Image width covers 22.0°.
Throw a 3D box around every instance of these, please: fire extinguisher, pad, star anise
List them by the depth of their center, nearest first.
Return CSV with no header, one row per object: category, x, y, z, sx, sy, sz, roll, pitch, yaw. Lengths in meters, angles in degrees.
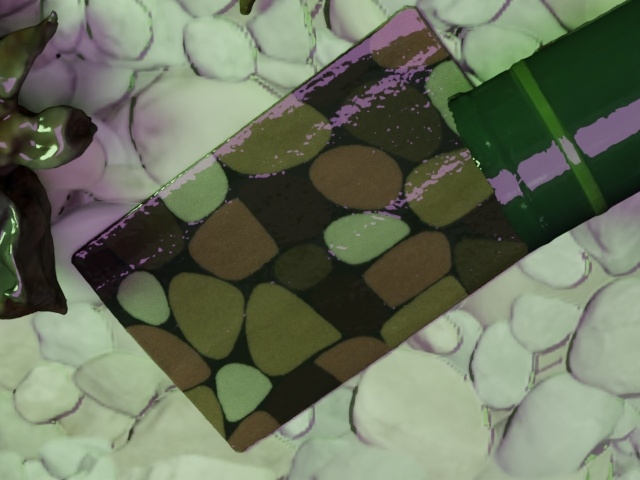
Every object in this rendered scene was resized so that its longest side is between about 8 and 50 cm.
star anise,-0.223,-0.048,0.812,0.220,0.099,0.214,9,102,-8
fire extinguisher,0.210,-0.104,0.827,0.294,0.093,0.118,-30,137,6
pad,0.000,0.000,0.899,0.235,0.003,0.158,-35,111,10

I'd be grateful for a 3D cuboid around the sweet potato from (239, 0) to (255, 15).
sweet potato,-0.028,-0.163,0.811,0.049,0.049,0.117,9,122,-8
